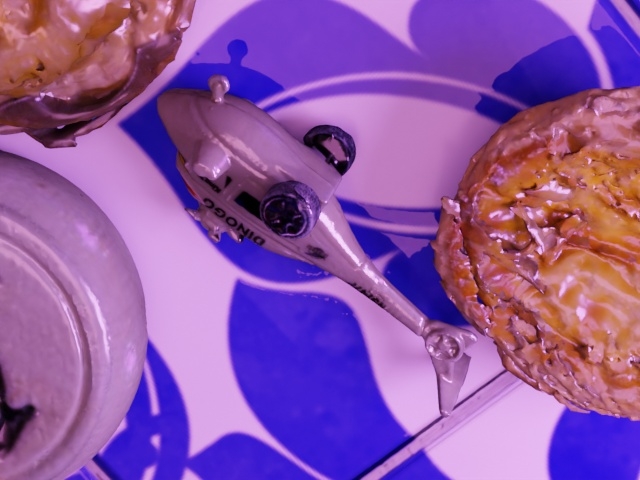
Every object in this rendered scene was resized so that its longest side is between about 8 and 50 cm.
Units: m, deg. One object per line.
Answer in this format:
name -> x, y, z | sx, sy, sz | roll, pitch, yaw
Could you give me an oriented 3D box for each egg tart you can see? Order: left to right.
egg tart -> -0.212, -0.184, 1.082 | 0.290, 0.107, 0.291 | 1, 108, 4
egg tart -> 0.201, 0.002, 1.123 | 0.252, 0.098, 0.232 | 16, 115, 3

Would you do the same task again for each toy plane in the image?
toy plane -> 0.000, 0.000, 1.143 | 0.286, 0.092, 0.108 | 38, 128, -8

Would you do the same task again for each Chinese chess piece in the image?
Chinese chess piece -> -0.243, 0.060, 1.168 | 0.250, 0.101, 0.250 | 2, 110, 5
